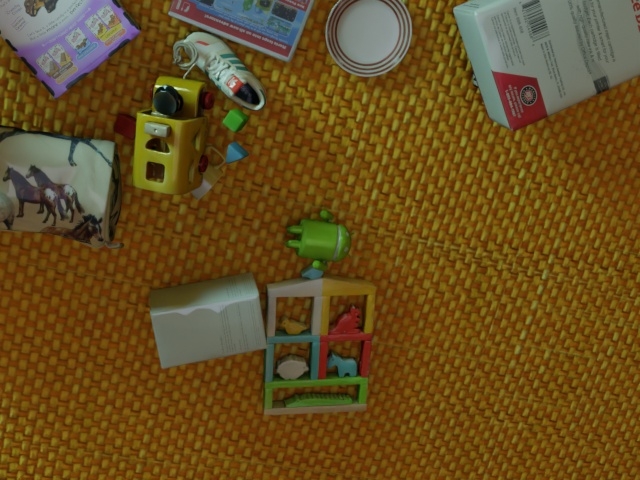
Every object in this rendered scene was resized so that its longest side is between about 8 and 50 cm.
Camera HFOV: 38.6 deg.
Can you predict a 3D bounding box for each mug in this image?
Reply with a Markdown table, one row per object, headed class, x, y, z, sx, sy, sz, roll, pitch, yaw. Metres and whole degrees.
| class | x | y | z | sx | sy | sz | roll | pitch | yaw |
| --- | --- | --- | --- | --- | --- | --- | --- | --- | --- |
| mug | -0.196 | -0.115 | 1.472 | 0.064 | 0.062 | 0.078 | 43 | 74 | -13 |

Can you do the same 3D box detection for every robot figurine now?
| class | x | y | z | sx | sy | sz | roll | pitch | yaw |
| --- | --- | --- | --- | --- | --- | --- | --- | --- | --- |
| robot figurine | 0.000 | 0.000 | 1.541 | 0.115 | 0.067 | 0.101 | 9 | 84 | -14 |

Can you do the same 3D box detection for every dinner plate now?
| class | x | y | z | sx | sy | sz | roll | pitch | yaw |
| --- | --- | --- | --- | --- | --- | --- | --- | --- | --- |
| dinner plate | 0.076 | -0.333 | 1.462 | 0.141 | 0.017 | 0.141 | -4 | 111 | -10 |

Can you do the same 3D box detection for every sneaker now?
| class | x | y | z | sx | sy | sz | roll | pitch | yaw |
| --- | --- | --- | --- | --- | --- | --- | --- | --- | --- |
| sneaker | -0.142 | -0.260 | 1.414 | 0.057 | 0.075 | 0.161 | -45 | 112 | 7 |

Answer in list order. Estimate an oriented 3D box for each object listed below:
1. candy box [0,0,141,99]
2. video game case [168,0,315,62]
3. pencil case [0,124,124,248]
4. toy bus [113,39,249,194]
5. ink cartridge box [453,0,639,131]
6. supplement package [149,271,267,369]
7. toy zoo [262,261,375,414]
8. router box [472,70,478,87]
| class | x | y | z | sx | sy | sz | roll | pitch | yaw |
| --- | --- | --- | --- | --- | --- | --- | --- | --- | --- |
| candy box | -0.389 | -0.338 | 1.341 | 0.165 | 0.070 | 0.196 | -36 | 113 | 4 |
| video game case | -0.087 | -0.439 | 1.387 | 0.204 | 0.025 | 0.285 | 19 | 105 | -17 |
| pencil case | -0.493 | -0.083 | 1.364 | 0.411 | 0.160 | 0.183 | 6 | 100 | -13 |
| toy bus | -0.227 | -0.167 | 1.377 | 0.191 | 0.104 | 0.202 | -36 | 93 | 21 |
| ink cartridge box | 0.373 | -0.319 | 1.421 | 0.273 | 0.114 | 0.197 | -23 | 111 | -2 |
| supplement package | -0.189 | 0.132 | 1.533 | 0.179 | 0.105 | 0.105 | -10 | 112 | -8 |
| toy zoo | -0.004 | 0.172 | 1.623 | 0.193 | 0.030 | 0.293 | 0 | 110 | -11 |
| router box | 0.339 | -0.325 | 1.500 | 0.179 | 0.046 | 0.133 | -8 | 111 | -8 |
